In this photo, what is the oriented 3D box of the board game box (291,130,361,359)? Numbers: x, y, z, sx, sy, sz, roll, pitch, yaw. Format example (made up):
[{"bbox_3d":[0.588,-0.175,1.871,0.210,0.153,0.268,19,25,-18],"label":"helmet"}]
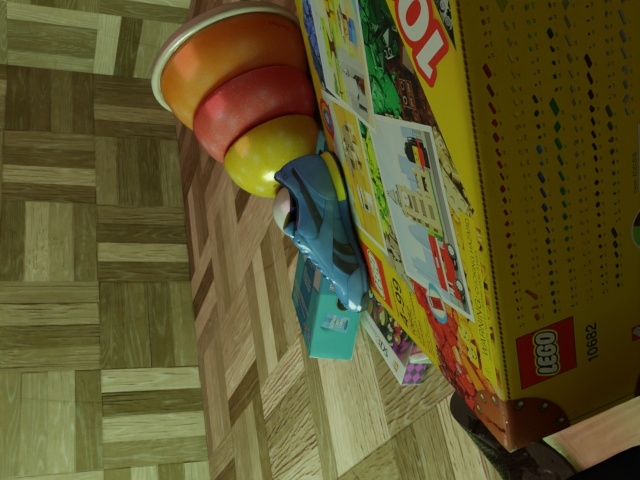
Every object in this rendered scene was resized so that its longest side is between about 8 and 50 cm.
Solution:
[{"bbox_3d":[0.026,0.000,1.284,0.254,0.079,0.336,-116,34,-69],"label":"board game box"}]

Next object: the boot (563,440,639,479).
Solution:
[{"bbox_3d":[0.287,0.162,0.577,0.094,0.207,0.246,39,163,8],"label":"boot"}]

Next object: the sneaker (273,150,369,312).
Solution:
[{"bbox_3d":[0.000,0.000,0.864,0.069,0.082,0.209,-135,25,-63],"label":"sneaker"}]

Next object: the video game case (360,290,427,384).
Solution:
[{"bbox_3d":[0.126,0.068,1.139,0.210,0.041,0.232,-123,40,-56],"label":"video game case"}]

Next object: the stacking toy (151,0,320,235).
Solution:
[{"bbox_3d":[-0.115,-0.209,1.503,0.480,0.350,0.350,65,150,20],"label":"stacking toy"}]

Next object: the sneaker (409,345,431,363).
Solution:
[{"bbox_3d":[0.167,0.130,1.023,0.134,0.051,0.070,139,130,-58],"label":"sneaker"}]

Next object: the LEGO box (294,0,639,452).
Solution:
[{"bbox_3d":[0.136,-0.130,0.686,0.372,0.193,0.500,-131,23,-61],"label":"LEGO box"}]

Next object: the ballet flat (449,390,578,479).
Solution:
[{"bbox_3d":[0.235,0.258,0.847,0.084,0.058,0.250,-48,37,5],"label":"ballet flat"}]
